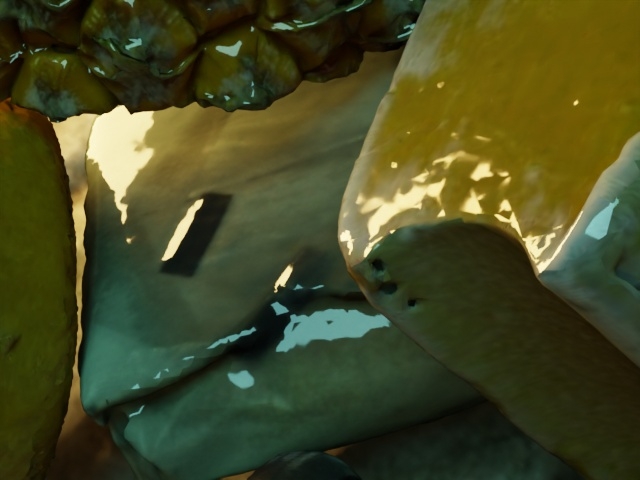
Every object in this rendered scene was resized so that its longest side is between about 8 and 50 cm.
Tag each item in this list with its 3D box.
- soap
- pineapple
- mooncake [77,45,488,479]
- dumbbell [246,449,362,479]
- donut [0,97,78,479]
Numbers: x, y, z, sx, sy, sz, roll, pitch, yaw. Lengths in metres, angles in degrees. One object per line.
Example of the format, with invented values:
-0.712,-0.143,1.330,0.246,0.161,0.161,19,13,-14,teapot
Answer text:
0.196,-0.023,0.507,0.156,0.335,0.293,1,59,50,soap
-0.016,-0.225,0.564,0.209,0.286,0.344,21,46,27,pineapple
0.001,0.003,0.654,0.250,0.136,0.254,-16,47,6,mooncake
0.103,0.213,0.491,0.406,0.179,0.179,15,65,20,dumbbell
-0.204,0.032,0.645,0.108,0.277,0.278,3,54,-26,donut
